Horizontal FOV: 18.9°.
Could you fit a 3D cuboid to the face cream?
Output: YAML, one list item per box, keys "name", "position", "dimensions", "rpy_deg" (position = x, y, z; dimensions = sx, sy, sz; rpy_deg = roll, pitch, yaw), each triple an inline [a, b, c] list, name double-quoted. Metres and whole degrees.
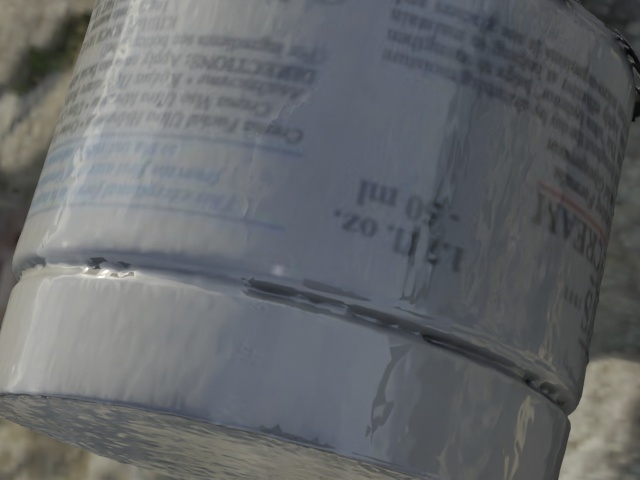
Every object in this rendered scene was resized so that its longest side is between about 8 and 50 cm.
- name: "face cream"
  position: [0.000, 0.000, 0.594]
  dimensions: [0.177, 0.177, 0.152]
  rpy_deg: [1, 72, 46]
